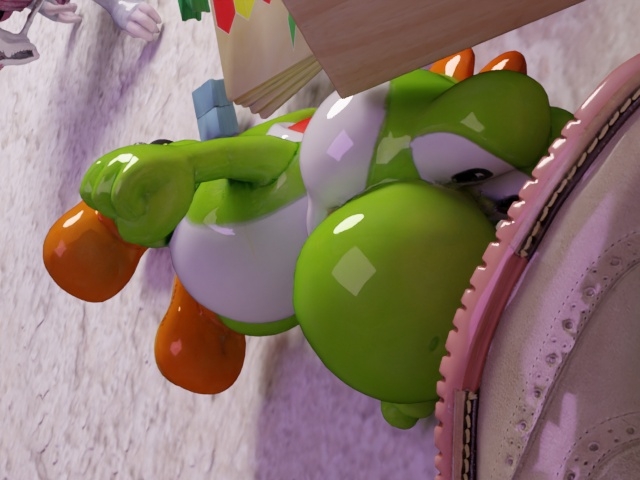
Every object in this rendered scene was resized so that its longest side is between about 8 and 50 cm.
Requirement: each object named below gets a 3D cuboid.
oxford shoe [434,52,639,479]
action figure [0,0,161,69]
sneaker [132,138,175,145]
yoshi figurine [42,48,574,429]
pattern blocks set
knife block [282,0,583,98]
[{"bbox_3d":[0.126,0.123,0.537,0.146,0.140,0.397,20,99,49],"label":"oxford shoe"},{"bbox_3d":[-0.285,-0.317,1.291,0.248,0.275,0.370,-3,56,50],"label":"action figure"},{"bbox_3d":[-0.122,-0.050,1.062,0.170,0.063,0.075,-22,61,57],"label":"sneaker"},{"bbox_3d":[-0.015,0.016,0.743,0.362,0.203,0.203,-18,85,49],"label":"yoshi figurine"},{"bbox_3d":[-0.033,-0.178,0.931,0.325,0.026,0.285,3,100,64],"label":"pattern blocks set"},{"bbox_3d":[0.136,-0.169,0.592,0.275,0.088,0.242,-41,26,-15],"label":"knife block"}]
